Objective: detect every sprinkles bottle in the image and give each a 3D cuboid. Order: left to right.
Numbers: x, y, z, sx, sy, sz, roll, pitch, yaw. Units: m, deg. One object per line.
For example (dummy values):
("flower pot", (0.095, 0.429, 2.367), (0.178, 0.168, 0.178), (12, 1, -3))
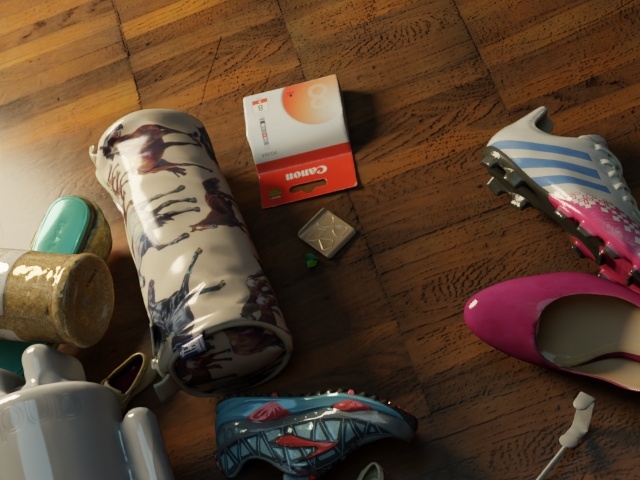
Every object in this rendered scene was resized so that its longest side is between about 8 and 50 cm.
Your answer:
("sprinkles bottle", (-0.442, 0.065, 1.644), (0.355, 0.121, 0.121), (3, 61, 23))

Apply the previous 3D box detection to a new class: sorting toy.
("sorting toy", (0.000, 0.000, 1.762), (0.062, 0.012, 0.083), (37, 71, 25))

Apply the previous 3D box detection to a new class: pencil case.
("pencil case", (-0.185, 0.010, 1.719), (0.183, 0.160, 0.410), (-16, 56, -12))

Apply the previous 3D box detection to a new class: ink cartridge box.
("ink cartridge box", (-0.031, -0.144, 1.839), (0.145, 0.045, 0.179), (-13, 55, 7))

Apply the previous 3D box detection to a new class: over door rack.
("over door rack", (0.314, 0.356, 1.425), (0.239, 0.108, 0.324), (26, 55, 26))

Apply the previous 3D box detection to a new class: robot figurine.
("robot figurine", (-0.316, 0.307, 1.536), (0.300, 0.200, 0.353), (-25, 68, 13))

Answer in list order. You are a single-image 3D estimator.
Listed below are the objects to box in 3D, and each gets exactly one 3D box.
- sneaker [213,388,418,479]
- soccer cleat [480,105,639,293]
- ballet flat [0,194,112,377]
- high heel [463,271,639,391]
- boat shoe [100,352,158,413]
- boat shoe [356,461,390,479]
("sneaker", (-0.005, 0.254, 1.577), (0.262, 0.104, 0.125), (-5, 69, 21))
("soccer cleat", (0.353, -0.059, 1.643), (0.143, 0.116, 0.331), (-41, 58, -10))
("ballet flat", (-0.381, 0.104, 1.743), (0.123, 0.123, 0.348), (16, 68, 23))
("high heel", (0.343, 0.116, 1.491), (0.377, 0.181, 0.127), (4, 99, 16))
("boat shoe", (-0.274, 0.200, 1.696), (0.050, 0.045, 0.135), (32, 72, 28))
("boat shoe", (0.048, 0.332, 1.535), (0.049, 0.043, 0.137), (14, 66, 20))
